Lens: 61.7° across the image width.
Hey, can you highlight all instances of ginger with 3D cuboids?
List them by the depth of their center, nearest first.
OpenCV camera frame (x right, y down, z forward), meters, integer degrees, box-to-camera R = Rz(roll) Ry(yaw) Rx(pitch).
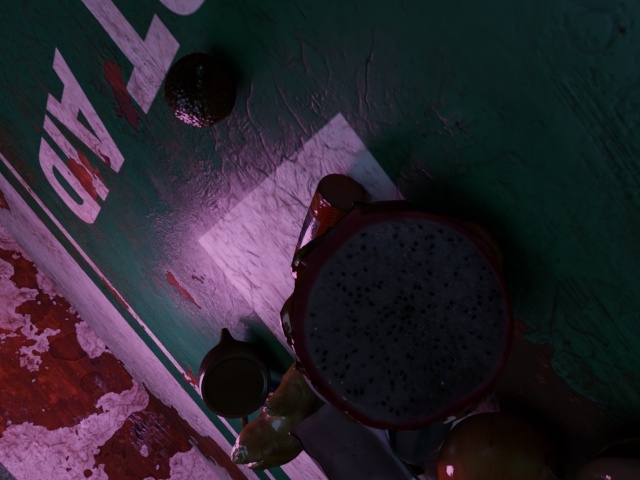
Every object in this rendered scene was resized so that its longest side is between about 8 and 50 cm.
[{"bbox_3d":[-0.109,0.412,1.270,0.166,0.237,0.375,-125,30,-54],"label":"ginger"}]

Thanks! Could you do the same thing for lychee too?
[{"bbox_3d":[-0.189,-0.236,0.845,0.114,0.114,0.146,51,165,-5],"label":"lychee"}]

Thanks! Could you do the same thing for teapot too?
[{"bbox_3d":[-0.228,0.366,1.430,0.175,0.186,0.267,-137,37,-75],"label":"teapot"}]

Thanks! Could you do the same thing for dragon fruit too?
[{"bbox_3d":[0.094,0.095,0.744,0.305,0.305,0.226,47,174,1],"label":"dragon fruit"}]

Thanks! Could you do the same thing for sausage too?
[{"bbox_3d":[0.000,0.000,0.904,0.074,0.074,0.274,39,145,13],"label":"sausage"}]

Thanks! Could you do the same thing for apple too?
[{"bbox_3d":[0.289,0.378,0.863,0.210,0.164,0.209,16,137,15],"label":"apple"}]

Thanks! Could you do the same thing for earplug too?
[{"bbox_3d":[0.073,0.257,1.003,0.324,0.185,0.184,10,131,49],"label":"earplug"}]

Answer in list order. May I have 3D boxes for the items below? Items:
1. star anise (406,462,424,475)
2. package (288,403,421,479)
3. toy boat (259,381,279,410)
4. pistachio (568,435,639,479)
[{"bbox_3d":[0.166,0.537,1.281,0.158,0.144,0.140,24,95,21],"label":"star anise"},{"bbox_3d":[0.106,0.489,1.149,0.311,0.165,0.221,44,166,29],"label":"package"},{"bbox_3d":[-0.156,0.455,1.506,0.238,0.098,0.109,9,127,44],"label":"toy boat"},{"bbox_3d":[0.441,0.347,0.672,0.197,0.166,0.288,58,146,4],"label":"pistachio"}]
